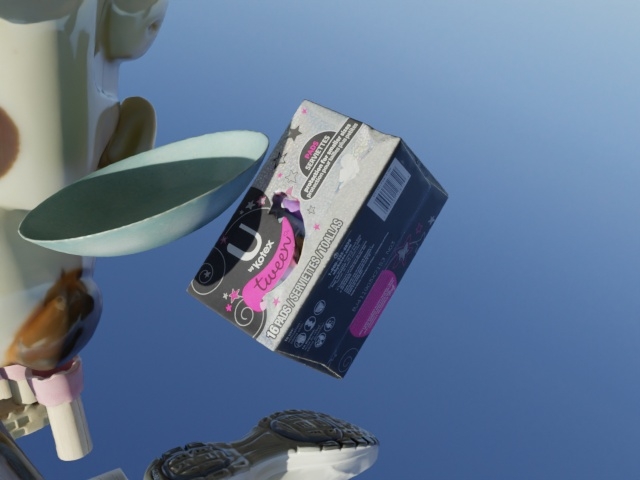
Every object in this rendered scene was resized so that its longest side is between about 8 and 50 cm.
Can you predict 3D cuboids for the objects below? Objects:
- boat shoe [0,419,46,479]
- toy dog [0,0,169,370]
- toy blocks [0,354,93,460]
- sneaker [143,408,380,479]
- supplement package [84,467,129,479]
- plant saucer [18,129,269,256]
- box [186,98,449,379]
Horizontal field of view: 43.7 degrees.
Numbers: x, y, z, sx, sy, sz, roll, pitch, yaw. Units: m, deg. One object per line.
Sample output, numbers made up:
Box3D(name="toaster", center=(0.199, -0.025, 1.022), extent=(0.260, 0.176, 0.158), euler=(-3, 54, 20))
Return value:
Box3D(name="boat shoe", center=(-0.129, 0.183, 0.356), extent=(0.121, 0.341, 0.110), euler=(-6, -135, -5))
Box3D(name="toy dog", center=(-0.273, -0.084, 0.703), extent=(0.284, 0.408, 0.395), euler=(9, -163, -14))
Box3D(name="toy blocks", center=(-0.475, 0.147, 0.956), extent=(0.288, 0.260, 0.309), euler=(-22, -157, -35))
Box3D(name="sneaker", center=(-0.060, 0.279, 0.909), extent=(0.297, 0.129, 0.111), euler=(-8, -165, -32))
Box3D(name="supplement package", center=(-0.427, 0.527, 1.294), extent=(0.293, 0.175, 0.177), euler=(-15, -165, -26))
Box3D(name="plant saucer", center=(-0.125, -0.030, 0.599), extent=(0.195, 0.037, 0.195), euler=(-15, -159, 6))
Box3D(name="box", center=(0.000, 0.000, 0.874), extent=(0.142, 0.247, 0.163), euler=(28, 175, 34))
